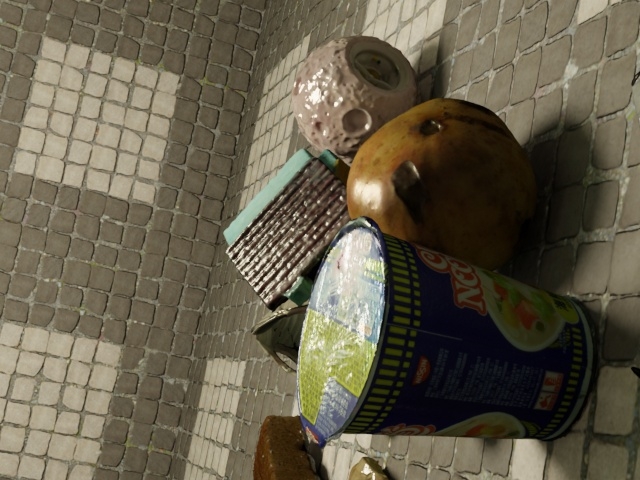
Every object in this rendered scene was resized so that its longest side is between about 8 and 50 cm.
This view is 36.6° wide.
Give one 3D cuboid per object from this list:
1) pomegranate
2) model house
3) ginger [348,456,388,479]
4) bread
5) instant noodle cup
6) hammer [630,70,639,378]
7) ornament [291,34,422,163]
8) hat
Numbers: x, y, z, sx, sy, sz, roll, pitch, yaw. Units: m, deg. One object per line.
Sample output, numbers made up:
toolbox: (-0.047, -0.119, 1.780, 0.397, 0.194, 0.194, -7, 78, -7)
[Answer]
pomegranate: (0.176, -0.069, 1.419, 0.281, 0.281, 0.281, -166, 90, -73)
model house: (0.000, 0.000, 1.799, 0.280, 0.230, 0.249, -48, 30, 7)
ginger: (0.065, 0.478, 1.660, 0.137, 0.074, 0.213, -77, 7, -81)
bread: (-0.056, 0.520, 1.898, 0.416, 0.113, 0.165, -111, 27, -65)
instant noodle cup: (0.161, 0.138, 1.220, 0.284, 0.312, 0.284, -168, 90, -72)
hammer: (0.395, -0.030, 1.082, 0.152, 0.044, 0.427, 129, 151, -56)
ornament: (0.068, -0.275, 1.926, 0.225, 0.259, 0.259, 129, 150, -46)
hat: (-0.013, 0.174, 1.913, 0.275, 0.232, 0.161, 121, 171, -69)
